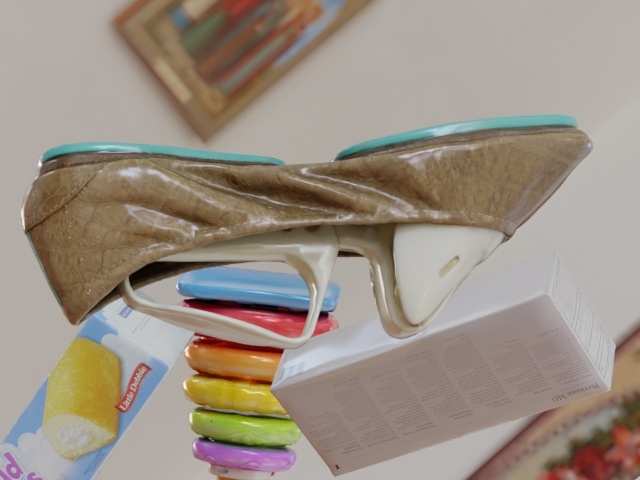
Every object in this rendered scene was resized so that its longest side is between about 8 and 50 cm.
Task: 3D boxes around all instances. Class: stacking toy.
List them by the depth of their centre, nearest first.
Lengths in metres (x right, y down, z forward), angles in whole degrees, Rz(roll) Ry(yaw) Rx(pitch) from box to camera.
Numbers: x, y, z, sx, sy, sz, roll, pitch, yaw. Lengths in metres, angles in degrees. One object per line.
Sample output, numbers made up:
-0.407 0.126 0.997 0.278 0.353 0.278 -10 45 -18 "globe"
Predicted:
-0.076 0.179 1.847 0.166 0.301 0.175 7 -2 -4 "stacking toy"

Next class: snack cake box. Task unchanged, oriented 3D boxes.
-0.229 0.176 1.687 0.089 0.264 0.152 35 11 -3 "snack cake box"

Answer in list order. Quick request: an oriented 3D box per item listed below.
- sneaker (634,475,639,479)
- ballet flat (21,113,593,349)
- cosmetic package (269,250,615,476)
0.332 0.312 1.962 0.106 0.290 0.123 53 39 -13 "sneaker"
0.000 0.000 1.083 0.116 0.342 0.124 130 -46 -70 "ballet flat"
0.090 0.094 1.382 0.099 0.239 0.060 57 29 -24 "cosmetic package"
